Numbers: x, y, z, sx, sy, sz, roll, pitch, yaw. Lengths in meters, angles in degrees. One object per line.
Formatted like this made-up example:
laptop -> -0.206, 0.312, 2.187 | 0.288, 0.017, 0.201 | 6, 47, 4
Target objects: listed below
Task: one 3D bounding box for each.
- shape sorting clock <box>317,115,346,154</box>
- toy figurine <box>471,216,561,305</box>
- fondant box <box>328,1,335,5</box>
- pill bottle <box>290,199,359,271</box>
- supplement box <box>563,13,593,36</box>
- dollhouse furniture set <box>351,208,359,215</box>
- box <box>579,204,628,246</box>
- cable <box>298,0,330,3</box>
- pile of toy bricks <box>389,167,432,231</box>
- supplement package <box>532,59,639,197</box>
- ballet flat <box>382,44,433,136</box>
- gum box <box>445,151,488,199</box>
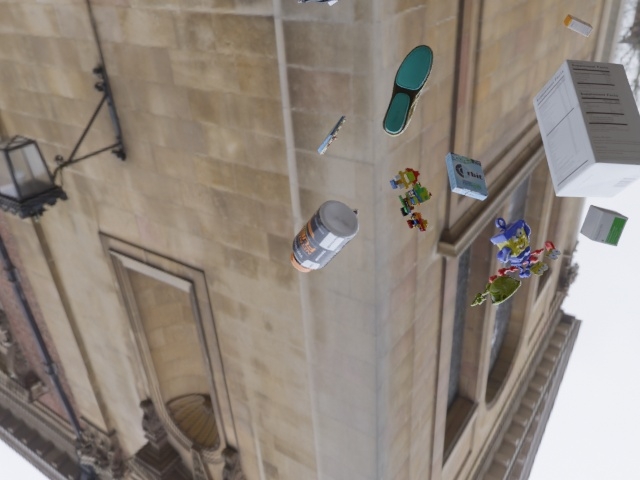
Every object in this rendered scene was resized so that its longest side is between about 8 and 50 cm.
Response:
shape sorting clock -> 0.057, -0.472, 2.488 | 0.040, 0.206, 0.206 | 35, -148, -9
toy figurine -> 0.609, 0.035, 1.842 | 0.363, 0.217, 0.191 | -34, -170, -30
fondant box -> -0.034, -1.021, 1.936 | 0.096, 0.238, 0.330 | -27, 160, 21
pill bottle -> 0.000, 0.000, 1.623 | 0.131, 0.245, 0.130 | 17, -129, -21
supplement box -> 1.008, -0.841, 2.158 | 0.099, 0.036, 0.062 | 21, -142, -8
dollhouse furniture set -> 0.090, -0.053, 2.006 | 0.091, 0.114, 0.081 | -4, -171, 43
box -> 0.895, -0.048, 1.746 | 0.087, 0.101, 0.102 | 14, -163, 0
cable -> 0.033, -0.535, 1.177 | 0.185, 0.047, 0.151 | -21, -149, -32
pile of toy bricks -> 0.320, -0.141, 1.835 | 0.105, 0.212, 0.118 | -25, -175, -7
supplement package -> 0.549, -0.226, 1.126 | 0.134, 0.139, 0.243 | 1, -112, -11
ballet flat -> 0.327, -0.558, 2.081 | 0.123, 0.348, 0.123 | 20, -171, -3
gum box -> 0.601, -0.265, 2.272 | 0.157, 0.041, 0.184 | 13, -126, -20
